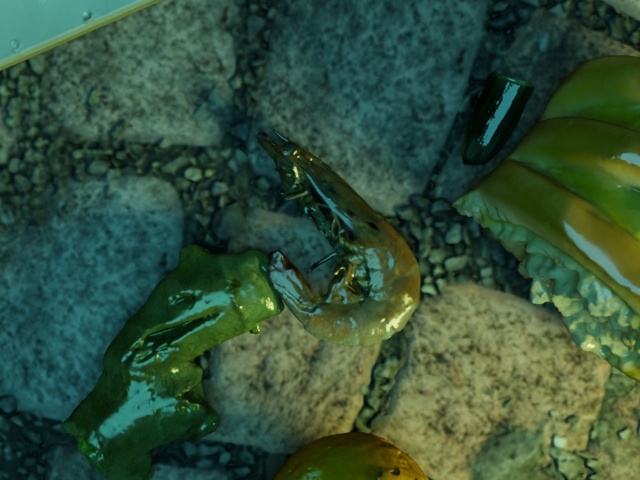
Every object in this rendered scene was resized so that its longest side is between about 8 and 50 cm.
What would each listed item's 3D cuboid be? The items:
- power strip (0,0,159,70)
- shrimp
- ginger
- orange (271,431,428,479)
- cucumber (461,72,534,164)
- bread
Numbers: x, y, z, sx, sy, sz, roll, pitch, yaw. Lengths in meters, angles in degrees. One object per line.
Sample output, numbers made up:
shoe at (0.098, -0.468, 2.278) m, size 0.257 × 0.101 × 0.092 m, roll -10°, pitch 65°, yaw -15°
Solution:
power strip at (-0.304, -0.240, 1.345) m, size 0.367 × 0.043 × 0.106 m, roll -23°, pitch 96°, yaw 1°
shrimp at (0.001, 0.000, 1.360) m, size 0.143 × 0.052 × 0.251 m, roll -41°, pitch 92°, yaw -19°
ginger at (-0.148, 0.127, 1.369) m, size 0.137 × 0.089 × 0.290 m, roll 29°, pitch 88°, yaw 8°
orange at (0.033, 0.302, 1.323) m, size 0.193 × 0.219 × 0.219 m, roll -3°, pitch 96°, yaw -10°
cucumber at (0.179, -0.122, 1.367) m, size 0.048 × 0.048 × 0.105 m, roll 25°, pitch 95°, yaw -4°
bread at (0.324, -0.015, 1.303) m, size 0.270 × 0.211 × 0.315 m, roll -43°, pitch 98°, yaw 2°
